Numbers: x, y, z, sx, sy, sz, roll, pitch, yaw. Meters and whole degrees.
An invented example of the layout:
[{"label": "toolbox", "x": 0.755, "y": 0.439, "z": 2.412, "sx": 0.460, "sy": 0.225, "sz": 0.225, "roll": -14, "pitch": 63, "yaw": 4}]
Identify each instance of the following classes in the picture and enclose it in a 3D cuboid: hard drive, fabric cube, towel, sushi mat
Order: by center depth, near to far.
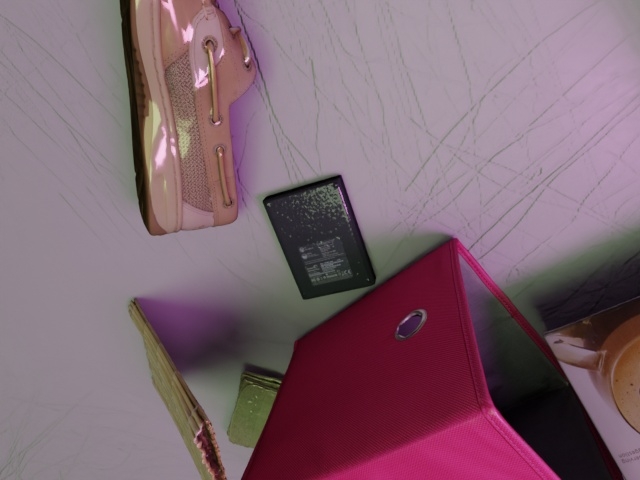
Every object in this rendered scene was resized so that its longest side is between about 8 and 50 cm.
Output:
[{"label": "fabric cube", "x": 0.115, "y": 0.202, "z": 0.441, "sx": 0.258, "sy": 0.254, "sz": 0.259, "roll": -37, "pitch": 103, "yaw": 25}, {"label": "hard drive", "x": 0.000, "y": 0.000, "z": 0.499, "sx": 0.094, "sy": 0.022, "sz": 0.135, "roll": -14, "pitch": 111, "yaw": 18}, {"label": "sushi mat", "x": -0.171, "y": 0.184, "z": 0.499, "sx": 0.019, "sy": 0.317, "sz": 0.151, "roll": -21, "pitch": 113, "yaw": -28}, {"label": "towel", "x": -0.076, "y": 0.259, "z": 0.631, "sx": 0.110, "sy": 0.027, "sz": 0.148, "roll": 17, "pitch": 115, "yaw": 3}]

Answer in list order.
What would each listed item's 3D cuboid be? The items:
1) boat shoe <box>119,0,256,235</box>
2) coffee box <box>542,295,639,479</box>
[{"label": "boat shoe", "x": -0.125, "y": -0.169, "z": 0.410, "sx": 0.110, "sy": 0.121, "sz": 0.340, "roll": -7, "pitch": 122, "yaw": -26}, {"label": "coffee box", "x": 0.387, "y": 0.101, "z": 0.372, "sx": 0.297, "sy": 0.119, "sz": 0.168, "roll": -31, "pitch": 65, "yaw": 23}]
